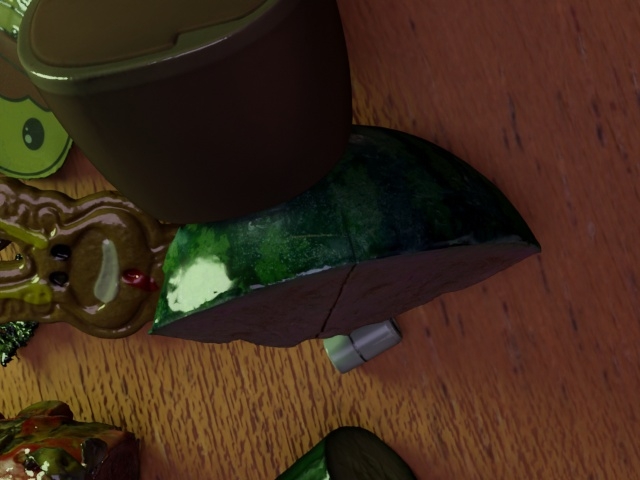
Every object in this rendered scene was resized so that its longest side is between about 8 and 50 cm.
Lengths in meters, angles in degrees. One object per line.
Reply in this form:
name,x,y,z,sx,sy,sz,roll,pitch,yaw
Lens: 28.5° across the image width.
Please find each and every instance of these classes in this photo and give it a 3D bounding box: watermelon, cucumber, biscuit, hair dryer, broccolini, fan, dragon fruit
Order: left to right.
broccolini,-0.433,0.020,1.492,0.271,0.062,0.123,40,92,3
dragon fruit,-0.373,0.325,1.408,0.263,0.296,0.314,16,92,9
fan,-0.346,-0.207,1.401,0.230,0.011,0.335,36,123,14
biscuit,-0.258,0.025,1.425,0.295,0.044,0.186,4,115,-8
watermelon,0.010,-0.032,1.307,0.319,0.292,0.222,-27,63,30
hair dryer,0.026,0.074,1.437,0.082,0.047,0.137,-31,86,11
cucumber,0.032,0.300,1.401,0.130,0.191,0.191,-43,91,10

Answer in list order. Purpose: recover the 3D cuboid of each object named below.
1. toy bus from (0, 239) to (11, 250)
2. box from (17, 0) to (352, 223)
toy bus,-0.458,-0.064,1.456,0.235,0.096,0.073,28,103,3
box,-0.108,-0.168,1.204,0.301,0.301,0.216,-18,130,10
